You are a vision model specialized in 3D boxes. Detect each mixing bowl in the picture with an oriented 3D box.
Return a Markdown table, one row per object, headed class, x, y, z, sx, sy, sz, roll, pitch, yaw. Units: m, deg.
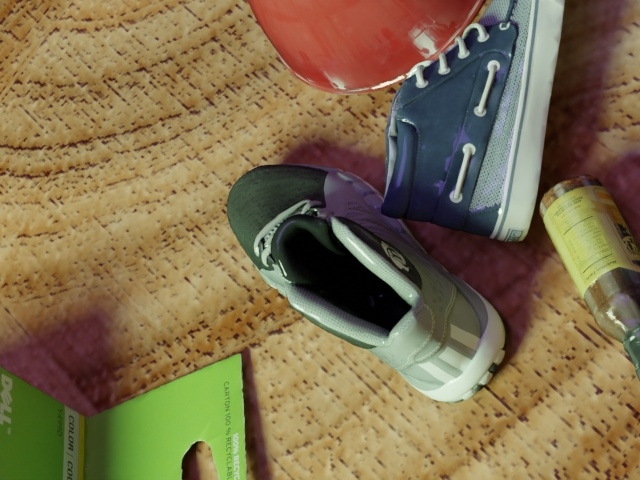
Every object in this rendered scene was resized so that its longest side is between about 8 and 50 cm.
| class | x | y | z | sx | sy | sz | roll | pitch | yaw |
| --- | --- | --- | --- | --- | --- | --- | --- | --- | --- |
| mixing bowl | 0.013 | -0.193 | 1.213 | 0.181 | 0.098 | 0.181 | -14 | 63 | 30 |

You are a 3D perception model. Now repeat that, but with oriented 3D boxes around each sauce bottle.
| class | x | y | z | sx | sy | sz | roll | pitch | yaw |
| --- | --- | --- | --- | --- | --- | --- | --- | --- | --- |
| sauce bottle | 0.160 | 0.023 | 1.055 | 0.042 | 0.042 | 0.128 | -35 | 57 | 19 |

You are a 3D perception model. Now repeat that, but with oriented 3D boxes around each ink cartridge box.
| class | x | y | z | sx | sy | sz | roll | pitch | yaw |
| --- | --- | --- | --- | --- | --- | --- | --- | --- | --- |
| ink cartridge box | -0.173 | 0.168 | 1.182 | 0.255 | 0.097 | 0.189 | -23 | 52 | 26 |

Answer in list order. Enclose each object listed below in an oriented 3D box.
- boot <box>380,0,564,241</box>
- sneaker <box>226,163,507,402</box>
| class | x | y | z | sx | sy | sz | roll | pitch | yaw |
| --- | --- | --- | --- | --- | --- | --- | --- | --- | --- |
| boot | 0.087 | -0.097 | 1.116 | 0.086 | 0.069 | 0.190 | 10 | 73 | -5 |
| sneaker | 0.000 | 0.000 | 1.118 | 0.228 | 0.132 | 0.086 | 35 | 93 | 39 |
